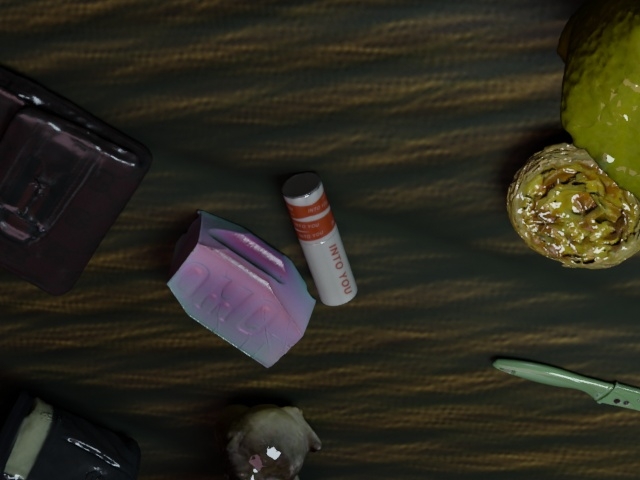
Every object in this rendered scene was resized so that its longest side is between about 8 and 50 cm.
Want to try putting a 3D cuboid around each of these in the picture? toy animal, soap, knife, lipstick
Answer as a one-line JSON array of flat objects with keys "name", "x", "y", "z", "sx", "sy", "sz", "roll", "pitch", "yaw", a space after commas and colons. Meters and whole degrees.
[{"name": "toy animal", "x": -0.076, "y": 0.282, "z": 1.517, "sx": 0.121, "sy": 0.233, "sz": 0.168, "roll": 19, "pitch": 174, "yaw": 17}, {"name": "soap", "x": -0.080, "y": 0.045, "z": 1.387, "sx": 0.149, "sy": 0.056, "sz": 0.100, "roll": 35, "pitch": 129, "yaw": -12}, {"name": "knife", "x": 0.266, "y": 0.144, "z": 1.380, "sx": 0.207, "sy": 0.014, "sz": 0.030, "roll": 13, "pitch": 130, "yaw": 7}, {"name": "lipstick", "x": 0.000, "y": 0.000, "z": 1.332, "sx": 0.038, "sy": 0.038, "sz": 0.130, "roll": -4, "pitch": 128, "yaw": 22}]

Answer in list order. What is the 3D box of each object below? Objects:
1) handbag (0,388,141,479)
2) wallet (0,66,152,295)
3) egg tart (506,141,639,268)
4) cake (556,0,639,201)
[{"name": "handbag", "x": -0.329, "y": 0.280, "z": 1.592, "sx": 0.181, "sy": 0.181, "sz": 0.254, "roll": 29, "pitch": 132, "yaw": -16}, {"name": "wallet", "x": -0.283, "y": -0.050, "z": 1.382, "sx": 0.182, "sy": 0.049, "sz": 0.229, "roll": 29, "pitch": 134, "yaw": -10}, {"name": "egg tart", "x": 0.225, "y": -0.036, "z": 1.220, "sx": 0.129, "sy": 0.049, "sz": 0.128, "roll": 9, "pitch": 125, "yaw": 13}, {"name": "cake", "x": 0.298, "y": -0.100, "z": 1.052, "sx": 0.260, "sy": 0.179, "sz": 0.156, "roll": 41, "pitch": 129, "yaw": -12}]
